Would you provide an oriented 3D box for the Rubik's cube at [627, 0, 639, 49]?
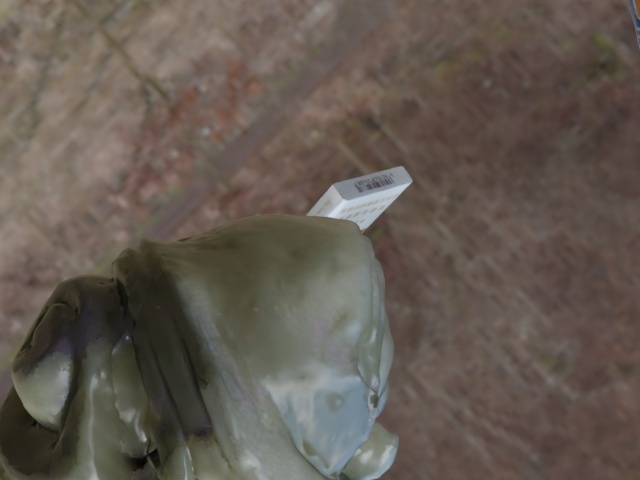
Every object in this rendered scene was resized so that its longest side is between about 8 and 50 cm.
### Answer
[{"bbox_3d":[0.362,-0.186,1.311,0.319,0.264,0.319,-41,-160,19],"label":"Rubik's cube"}]

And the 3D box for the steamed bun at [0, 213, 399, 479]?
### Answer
[{"bbox_3d":[-0.108,0.141,1.267,0.352,0.247,0.339,-27,-130,27],"label":"steamed bun"}]

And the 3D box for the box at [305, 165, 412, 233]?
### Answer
[{"bbox_3d":[0.000,-0.001,1.997,0.122,0.032,0.220,-18,159,-47],"label":"box"}]
